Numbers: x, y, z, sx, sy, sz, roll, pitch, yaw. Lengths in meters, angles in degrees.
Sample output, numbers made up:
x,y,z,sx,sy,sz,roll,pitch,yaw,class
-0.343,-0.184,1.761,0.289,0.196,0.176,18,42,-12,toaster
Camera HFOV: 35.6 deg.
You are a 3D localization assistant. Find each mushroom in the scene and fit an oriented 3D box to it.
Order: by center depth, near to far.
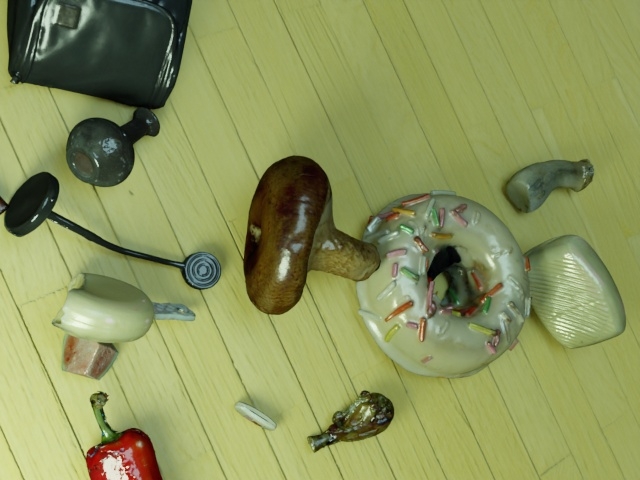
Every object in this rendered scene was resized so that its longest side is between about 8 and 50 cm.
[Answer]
x,y,z,sx,sy,sz,roll,pitch,yaw,class
-0.031,-0.020,1.718,0.255,0.267,0.267,-19,86,-12,mushroom
0.495,-0.130,2.139,0.223,0.081,0.092,-20,68,-33,mushroom

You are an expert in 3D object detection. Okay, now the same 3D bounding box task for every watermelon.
x,y,z,sx,sy,sz,roll,pitch,yaw,class
-0.363,0.182,1.593,0.092,0.072,0.084,6,93,-31,watermelon

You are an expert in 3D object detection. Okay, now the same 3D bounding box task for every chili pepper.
x,y,z,sx,sy,sz,roll,pitch,yaw,class
-0.282,0.412,1.558,0.110,0.110,0.387,-25,94,-31,chili pepper

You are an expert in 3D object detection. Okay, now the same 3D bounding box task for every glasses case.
x,y,z,sx,sy,sz,roll,pitch,yaw,class
-0.112,0.303,1.716,0.083,0.032,0.021,35,66,-16,glasses case

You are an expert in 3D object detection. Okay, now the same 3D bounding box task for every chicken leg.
x,y,z,sx,sy,sz,roll,pitch,yaw,class
0.054,0.325,1.786,0.178,0.070,0.093,-23,114,-19,chicken leg

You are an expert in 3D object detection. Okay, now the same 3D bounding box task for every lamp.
x,y,z,sx,sy,sz,roll,pitch,yaw,class
-0.326,0.005,1.637,0.371,0.108,0.130,28,68,-20,lamp

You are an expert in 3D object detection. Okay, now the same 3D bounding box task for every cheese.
x,y,z,sx,sy,sz,roll,pitch,yaw,class
-0.303,0.118,1.595,0.249,0.163,0.070,15,103,-26,cheese

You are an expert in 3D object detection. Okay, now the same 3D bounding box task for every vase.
x,y,z,sx,sy,sz,roll,pitch,yaw,class
-0.344,-0.166,1.682,0.120,0.120,0.183,52,42,-7,vase

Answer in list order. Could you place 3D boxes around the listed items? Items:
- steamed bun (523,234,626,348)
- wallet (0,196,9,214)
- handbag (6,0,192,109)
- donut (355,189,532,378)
x,y,z,sx,sy,sz,roll,pitch,yaw,class
0.524,0.095,2.050,0.238,0.170,0.152,60,36,-5,steamed bun
-0.620,-0.107,1.551,0.255,0.031,0.137,49,63,-7,wallet
-0.366,-0.374,1.676,0.302,0.178,0.275,11,71,-26,handbag
0.244,0.076,1.910,0.383,0.142,0.382,8,72,-26,donut
